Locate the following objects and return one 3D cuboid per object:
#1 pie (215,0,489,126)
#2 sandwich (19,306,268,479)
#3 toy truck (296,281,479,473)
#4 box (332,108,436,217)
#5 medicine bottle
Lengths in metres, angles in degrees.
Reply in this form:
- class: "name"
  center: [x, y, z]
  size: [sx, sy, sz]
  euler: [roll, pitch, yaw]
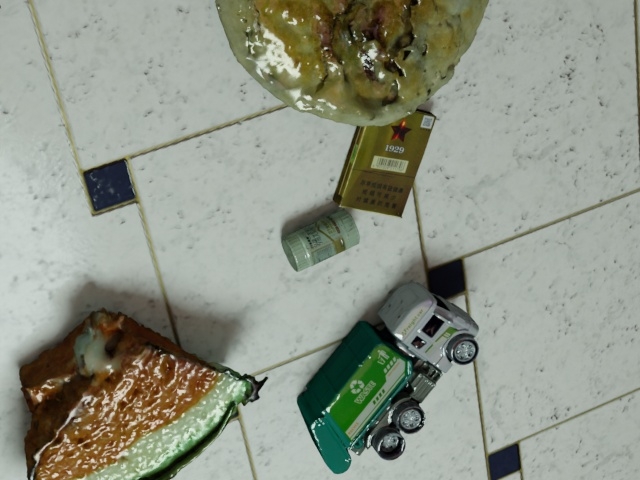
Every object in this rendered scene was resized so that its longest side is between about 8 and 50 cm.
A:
- class: "pie"
  center: [0.043, -0.279, 1.296]
  size: [0.339, 0.077, 0.339]
  euler: [-11, 118, -21]
- class: "sandwich"
  center: [-0.234, 0.191, 1.380]
  size: [0.292, 0.109, 0.212]
  euler: [-46, 118, -2]
- class: "toy truck"
  center: [0.079, 0.173, 1.518]
  size: [0.124, 0.114, 0.253]
  euler: [35, 96, -23]
- class: "box"
  center: [0.075, -0.096, 1.435]
  size: [0.090, 0.023, 0.133]
  euler: [7, 110, -30]
- class: "medicine bottle"
  center: [0.000, 0.000, 1.430]
  size: [0.083, 0.047, 0.047]
  euler: [-24, 122, -13]
